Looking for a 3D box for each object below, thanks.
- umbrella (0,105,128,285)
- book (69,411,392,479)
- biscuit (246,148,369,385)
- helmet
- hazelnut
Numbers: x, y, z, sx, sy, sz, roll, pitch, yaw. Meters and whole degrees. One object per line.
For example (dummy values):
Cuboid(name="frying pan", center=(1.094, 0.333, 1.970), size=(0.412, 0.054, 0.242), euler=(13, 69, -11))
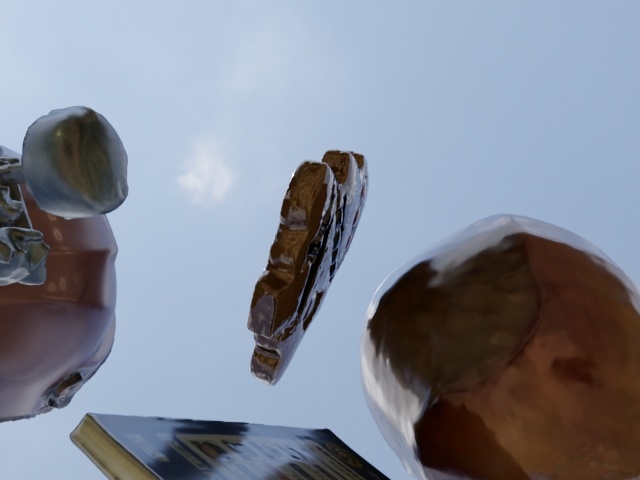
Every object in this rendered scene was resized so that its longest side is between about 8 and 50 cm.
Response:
Cuboid(name="umbrella", center=(-0.245, -0.029, 0.648), size=(0.143, 0.349, 0.094), euler=(53, -139, -45))
Cuboid(name="book", center=(0.014, 0.248, 1.062), size=(0.300, 0.039, 0.428), euler=(36, -173, 28))
Cuboid(name="biscuit", center=(0.001, 0.001, 1.362), size=(0.043, 0.278, 0.301), euler=(20, -142, 12))
Cuboid(name="helmet", center=(-0.311, 0.022, 1.174), size=(0.338, 0.197, 0.271), euler=(-17, -112, -41))
Cuboid(name="hazelnut", center=(0.218, 0.143, 1.362), size=(0.366, 0.366, 0.365), euler=(12, -121, -20))
